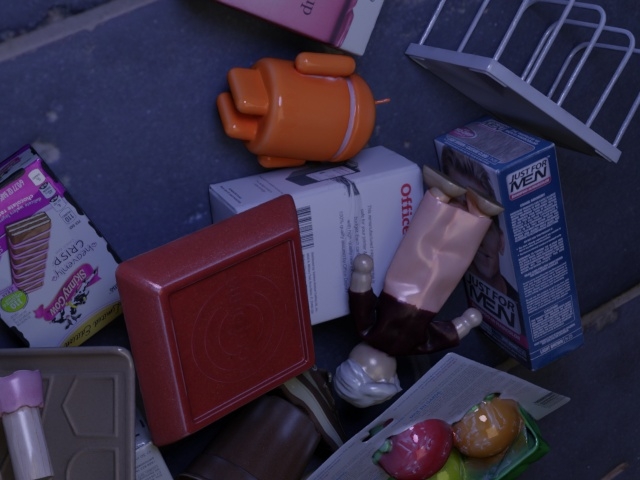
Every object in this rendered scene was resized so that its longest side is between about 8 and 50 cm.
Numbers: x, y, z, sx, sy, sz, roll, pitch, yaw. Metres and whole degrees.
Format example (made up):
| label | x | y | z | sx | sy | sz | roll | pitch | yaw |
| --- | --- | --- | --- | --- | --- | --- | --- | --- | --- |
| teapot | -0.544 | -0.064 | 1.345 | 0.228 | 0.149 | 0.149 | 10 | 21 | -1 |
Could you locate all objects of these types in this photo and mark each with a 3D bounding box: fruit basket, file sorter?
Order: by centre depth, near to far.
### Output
| label | x | y | z | sx | sy | sz | roll | pitch | yaw |
| --- | --- | --- | --- | --- | --- | --- | --- | --- | --- |
| file sorter | 0.305 | -0.258 | 1.361 | 0.277 | 0.193 | 0.173 | 27 | 92 | -33 |
| fruit basket | 0.175 | 0.299 | 1.487 | 0.353 | 0.165 | 0.327 | 26 | 116 | -40 |

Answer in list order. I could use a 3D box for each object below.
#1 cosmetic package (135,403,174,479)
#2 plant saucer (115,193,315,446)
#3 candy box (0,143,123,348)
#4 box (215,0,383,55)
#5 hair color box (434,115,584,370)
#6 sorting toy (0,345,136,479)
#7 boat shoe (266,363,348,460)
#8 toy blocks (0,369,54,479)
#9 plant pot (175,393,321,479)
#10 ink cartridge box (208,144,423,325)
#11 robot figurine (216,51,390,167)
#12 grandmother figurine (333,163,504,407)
| label | x | y | z | sx | sy | sz | roll | pitch | yaw |
| --- | --- | --- | --- | --- | --- | --- | --- | --- | --- |
| cosmetic package | -0.244 | 0.373 | 1.345 | 0.113 | 0.160 | 0.310 | -26 | 118 | -15 |
| plant saucer | -0.108 | 0.104 | 1.200 | 0.259 | 0.047 | 0.259 | -24 | 121 | -32 |
| candy box | -0.347 | 0.022 | 1.201 | 0.159 | 0.071 | 0.233 | -38 | 123 | -8 |
| box | -0.042 | -0.336 | 1.184 | 0.232 | 0.127 | 0.149 | 14 | 102 | -31 |
| hair color box | 0.285 | 0.005 | 1.463 | 0.105 | 0.174 | 0.347 | -24 | 118 | -16 |
| sorting toy | -0.358 | 0.246 | 1.206 | 0.041 | 0.307 | 0.229 | 1 | 85 | -69 |
| boat shoe | -0.008 | 0.234 | 1.454 | 0.095 | 0.095 | 0.257 | -53 | 135 | -26 |
| toy blocks | -0.507 | 0.195 | 1.087 | 0.288 | 0.309 | 0.260 | -2 | 68 | -48 |
| plant pot | -0.092 | 0.316 | 1.388 | 0.165 | 0.167 | 0.167 | -55 | 127 | -29 |
| ink cartridge box | 0.000 | 0.000 | 1.347 | 0.272 | 0.115 | 0.198 | -15 | 117 | -22 |
| robot figurine | -0.022 | -0.166 | 1.265 | 0.219 | 0.128 | 0.158 | 3 | 100 | -27 |
| grandmother figurine | 0.125 | 0.081 | 1.326 | 0.207 | 0.104 | 0.342 | 27 | 102 | -9 |
